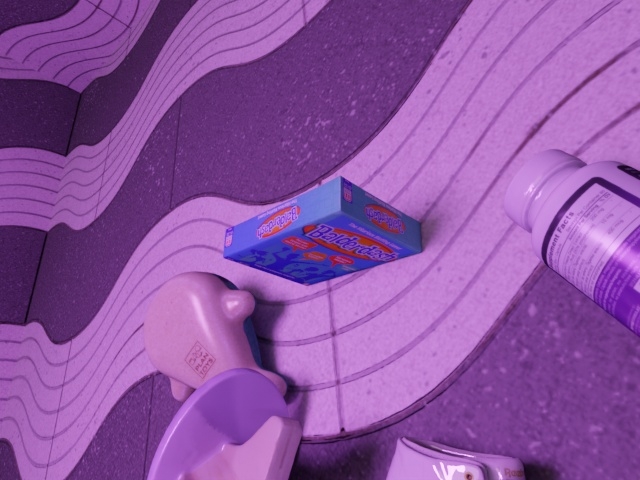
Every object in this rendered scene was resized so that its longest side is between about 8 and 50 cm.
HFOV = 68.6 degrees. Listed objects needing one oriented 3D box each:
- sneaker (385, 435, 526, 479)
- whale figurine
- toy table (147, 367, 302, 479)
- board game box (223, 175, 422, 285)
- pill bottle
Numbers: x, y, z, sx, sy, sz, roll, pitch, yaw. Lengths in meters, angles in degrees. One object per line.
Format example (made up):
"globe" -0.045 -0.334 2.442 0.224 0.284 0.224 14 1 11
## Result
"sneaker" 0.151 0.267 0.369 0.292 0.108 0.169 13 84 50
"whale figurine" -0.153 0.169 0.744 0.272 0.141 0.216 39 102 23
"toy table" -0.100 0.302 0.534 0.161 0.252 0.274 2 85 63
"board game box" 0.000 0.000 0.615 0.210 0.160 0.047 -21 58 40
"pill bottle" 0.251 0.000 0.390 0.108 0.108 0.193 -52 42 15
